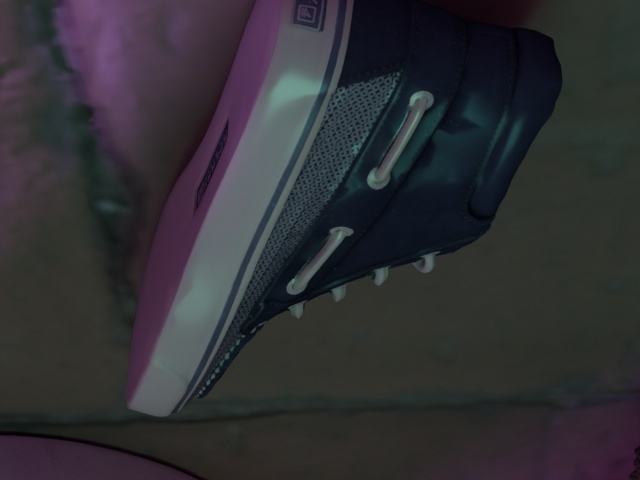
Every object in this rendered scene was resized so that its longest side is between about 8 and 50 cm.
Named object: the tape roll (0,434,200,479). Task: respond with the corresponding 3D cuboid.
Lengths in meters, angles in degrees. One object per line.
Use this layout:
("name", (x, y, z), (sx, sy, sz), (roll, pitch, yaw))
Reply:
("tape roll", (-0.138, 0.213, 0.779), (0.246, 0.169, 0.246), (-1, 145, -1))

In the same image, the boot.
("boot", (0.000, 0.000, 0.566), (0.086, 0.069, 0.190), (13, 141, -14))

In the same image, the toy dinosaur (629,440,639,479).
("toy dinosaur", (0.197, 0.077, 0.644), (0.295, 0.127, 0.200), (-12, 138, 34))
